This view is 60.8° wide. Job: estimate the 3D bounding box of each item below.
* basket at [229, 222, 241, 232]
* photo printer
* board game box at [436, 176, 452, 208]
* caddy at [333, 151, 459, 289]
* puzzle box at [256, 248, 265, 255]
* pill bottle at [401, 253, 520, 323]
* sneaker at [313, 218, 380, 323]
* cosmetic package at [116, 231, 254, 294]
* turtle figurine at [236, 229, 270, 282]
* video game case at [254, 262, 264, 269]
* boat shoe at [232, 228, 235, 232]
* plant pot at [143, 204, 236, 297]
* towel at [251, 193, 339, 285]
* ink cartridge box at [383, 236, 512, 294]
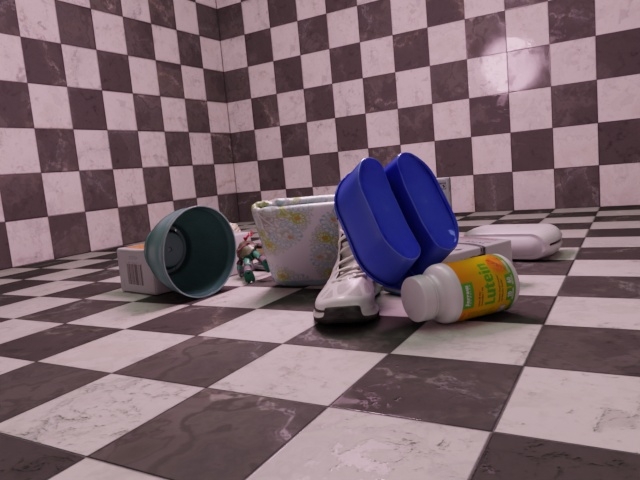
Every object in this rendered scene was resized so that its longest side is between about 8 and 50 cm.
[{"bbox_3d":[-0.430,0.007,2.456,0.103,0.113,0.167,2,49,26],"label":"basket"},{"bbox_3d":[0.697,0.002,1.957,0.307,0.107,0.256,0,9,37],"label":"photo printer"},{"bbox_3d":[0.365,-0.070,1.981,0.223,0.304,0.097,-2,8,17],"label":"board game box"},{"bbox_3d":[0.177,-0.049,1.334,0.241,0.341,0.179,-11,-21,-27],"label":"caddy"},{"bbox_3d":[-0.030,0.037,2.129,0.408,0.052,0.272,-3,-1,36],"label":"puzzle box"},{"bbox_3d":[0.313,0.113,1.239,0.245,0.136,0.136,-8,8,-23],"label":"pill bottle"},{"bbox_3d":[0.066,0.052,1.415,0.169,0.258,0.447,-4,8,10],"label":"sneaker"},{"bbox_3d":[-0.496,0.073,2.053,0.230,0.162,0.453,1,9,39],"label":"cosmetic package"},{"bbox_3d":[-0.256,0.059,2.003,0.175,0.118,0.234,-47,30,4],"label":"turtle figurine"},{"bbox_3d":[-0.139,0.095,2.183,0.190,0.022,0.173,-10,8,-41],"label":"video game case"},{"bbox_3d":[-0.489,0.031,2.312,0.094,0.109,0.302,36,68,27],"label":"boat shoe"},{"bbox_3d":[-0.449,0.032,1.780,0.196,0.293,0.293,3,11,38],"label":"plant pot"},{"bbox_3d":[0.000,0.000,1.699,0.374,0.321,0.090,-4,38,9],"label":"towel"},{"bbox_3d":[0.363,0.072,1.556,0.307,0.129,0.223,-10,9,-35],"label":"ink cartridge box"}]
